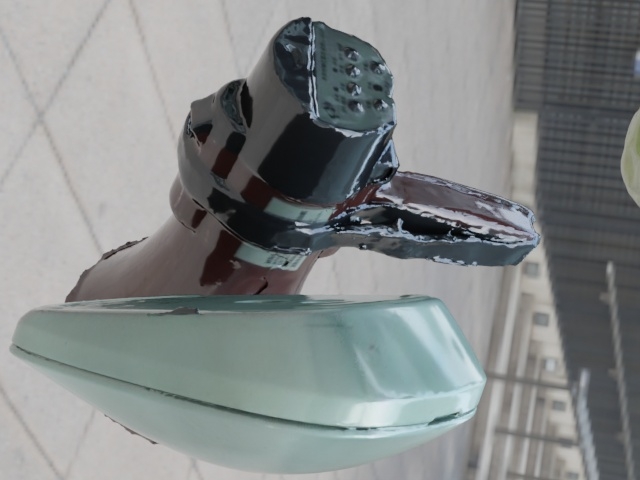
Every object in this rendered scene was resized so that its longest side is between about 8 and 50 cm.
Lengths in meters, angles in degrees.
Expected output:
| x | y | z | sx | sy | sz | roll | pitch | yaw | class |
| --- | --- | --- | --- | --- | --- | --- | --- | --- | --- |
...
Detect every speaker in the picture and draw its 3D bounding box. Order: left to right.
| x | y | z | sx | sy | sz | roll | pitch | yaw | class |
| --- | --- | --- | --- | --- | --- | --- | --- | --- | --- |
| -0.012 | 0.020 | 0.792 | 0.329 | 0.259 | 0.198 | -46 | -169 | 46 | speaker |

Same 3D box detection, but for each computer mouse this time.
| x | y | z | sx | sy | sz | roll | pitch | yaw | class |
| --- | --- | --- | --- | --- | --- | --- | --- | --- | --- |
| -0.046 | 0.079 | 0.630 | 0.159 | 0.288 | 0.097 | -5 | 91 | -52 | computer mouse |

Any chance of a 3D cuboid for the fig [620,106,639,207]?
| x | y | z | sx | sy | sz | roll | pitch | yaw | class |
| --- | --- | --- | --- | --- | --- | --- | --- | --- | --- |
| 0.422 | -0.098 | 1.128 | 0.314 | 0.233 | 0.233 | 34 | 64 | -62 | fig |
